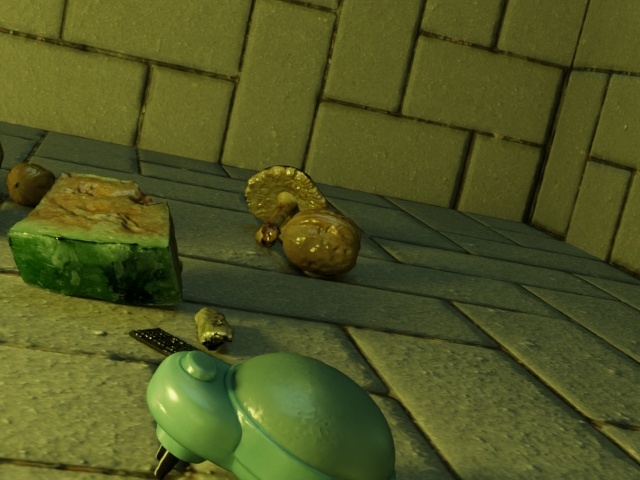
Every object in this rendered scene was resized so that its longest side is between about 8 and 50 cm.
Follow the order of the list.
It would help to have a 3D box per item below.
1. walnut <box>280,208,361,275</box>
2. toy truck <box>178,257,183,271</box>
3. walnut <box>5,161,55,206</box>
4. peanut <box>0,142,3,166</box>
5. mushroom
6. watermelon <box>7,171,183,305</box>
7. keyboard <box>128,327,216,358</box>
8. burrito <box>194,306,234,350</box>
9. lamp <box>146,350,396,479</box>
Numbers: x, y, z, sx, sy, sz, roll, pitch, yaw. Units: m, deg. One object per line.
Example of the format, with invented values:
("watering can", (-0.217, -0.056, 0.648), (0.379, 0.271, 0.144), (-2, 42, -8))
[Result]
("walnut", (0.000, 0.000, 2.056), (0.184, 0.155, 0.155), (11, 10, 1))
("toy truck", (-0.295, 0.053, 1.649), (0.077, 0.076, 0.111), (36, 17, 14))
("walnut", (-0.650, -0.126, 2.072), (0.105, 0.105, 0.124), (17, 11, 21))
("peanut", (-0.796, -0.179, 2.049), (0.147, 0.147, 0.305), (13, 9, 3))
("mushroom", (-0.127, -0.077, 2.310), (0.233, 0.208, 0.301), (-31, -9, 39))
("watermelon", (-0.348, 0.012, 1.518), (0.264, 0.151, 0.302), (6, 22, -3))
("keyboard", (-0.189, 0.164, 1.313), (0.204, 0.013, 0.061), (21, 13, 39))
("burrito", (-0.165, 0.136, 1.421), (0.051, 0.042, 0.171), (0, 11, -11))
("lamp", (-0.042, 0.195, 0.957), (0.284, 0.147, 0.209), (10, 13, -9))
